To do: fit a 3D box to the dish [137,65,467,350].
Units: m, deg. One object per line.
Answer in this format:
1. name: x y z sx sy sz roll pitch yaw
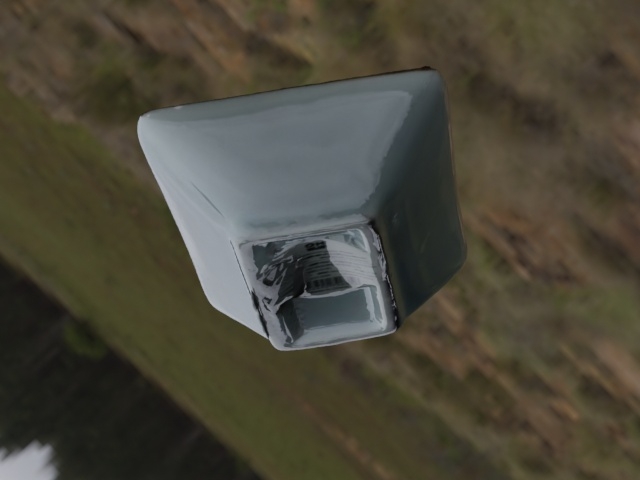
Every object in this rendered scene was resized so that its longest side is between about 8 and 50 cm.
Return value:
1. dish: 0.000 0.000 1.109 0.243 0.182 0.080 74 -171 -61
